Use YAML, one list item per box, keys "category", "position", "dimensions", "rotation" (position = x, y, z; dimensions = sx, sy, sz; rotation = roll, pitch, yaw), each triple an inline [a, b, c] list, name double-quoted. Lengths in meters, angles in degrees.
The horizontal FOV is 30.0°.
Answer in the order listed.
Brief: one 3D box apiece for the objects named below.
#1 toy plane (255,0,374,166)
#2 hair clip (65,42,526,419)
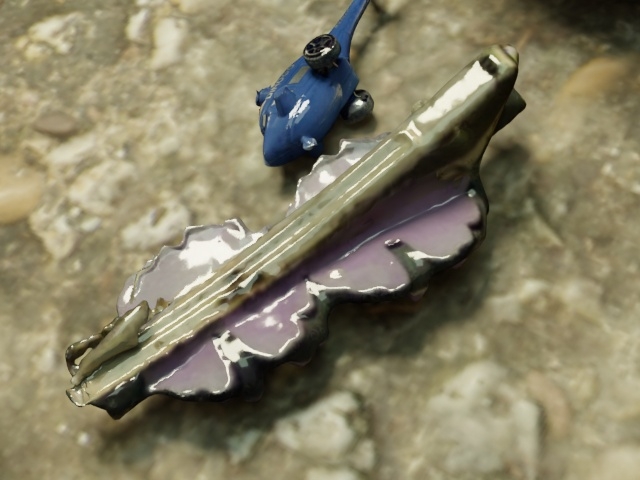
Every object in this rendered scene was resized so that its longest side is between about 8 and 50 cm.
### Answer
- category: "toy plane"
  position: [0.003, -0.107, 0.694]
  dimensions: [0.062, 0.054, 0.167]
  rotation: [4, 53, 38]
- category: "hair clip"
  position: [0.000, 0.000, 0.607]
  dimensions: [0.292, 0.084, 0.106]
  rotation: [-36, 66, -12]
